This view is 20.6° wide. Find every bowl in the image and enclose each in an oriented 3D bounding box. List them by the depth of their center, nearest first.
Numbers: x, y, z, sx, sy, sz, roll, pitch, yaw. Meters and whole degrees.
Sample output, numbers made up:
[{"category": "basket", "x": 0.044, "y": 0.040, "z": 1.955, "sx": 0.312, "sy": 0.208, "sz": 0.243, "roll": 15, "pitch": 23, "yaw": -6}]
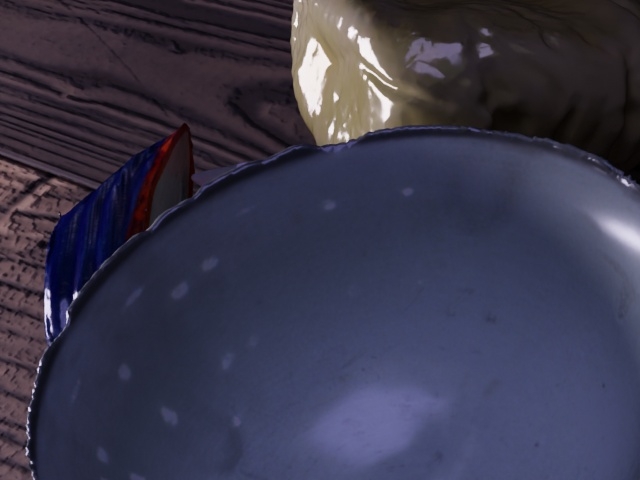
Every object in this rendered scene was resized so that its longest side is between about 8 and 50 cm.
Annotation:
[{"category": "bowl", "x": 0.036, "y": 0.098, "z": 0.829, "sx": 0.313, "sy": 0.146, "sz": 0.313, "roll": -10, "pitch": 44, "yaw": 10}]

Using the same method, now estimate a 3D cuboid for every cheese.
[{"category": "cheese", "x": 0.094, "y": -0.109, "z": 1.038, "sx": 0.214, "sy": 0.117, "sz": 0.226, "roll": -7, "pitch": 33, "yaw": -16}]

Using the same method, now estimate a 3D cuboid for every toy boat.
[{"category": "toy boat", "x": -0.021, "y": -0.012, "z": 1.031, "sx": 0.318, "sy": 0.072, "sz": 0.219, "roll": -25, "pitch": 45, "yaw": -12}]
